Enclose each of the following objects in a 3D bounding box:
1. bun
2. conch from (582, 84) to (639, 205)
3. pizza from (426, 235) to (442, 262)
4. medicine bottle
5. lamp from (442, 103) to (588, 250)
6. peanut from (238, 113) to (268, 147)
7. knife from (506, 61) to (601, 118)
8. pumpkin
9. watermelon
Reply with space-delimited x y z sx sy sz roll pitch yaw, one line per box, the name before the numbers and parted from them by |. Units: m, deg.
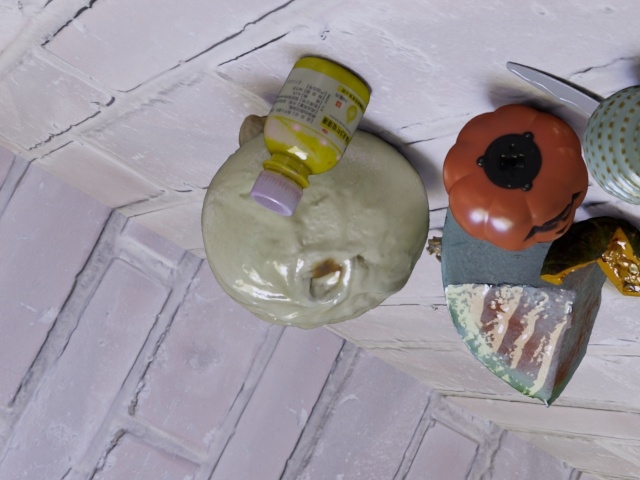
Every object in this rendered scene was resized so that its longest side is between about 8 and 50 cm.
bun | -0.002 0.001 2.283 0.364 0.364 0.202 35 -154 -35
conch | 0.374 -0.113 1.646 0.172 0.131 0.200 2 -160 -10
pizza | 0.320 0.061 2.530 0.297 0.071 0.189 18 165 33
medicine bottle | -0.024 -0.142 2.081 0.122 0.212 0.122 24 167 6
lamp | 0.250 -0.078 1.889 0.188 0.187 0.164 22 167 16
peanut | -0.039 -0.129 2.366 0.236 0.120 0.110 29 -153 -37
knife | 0.334 -0.155 1.789 0.244 0.032 0.058 32 167 -7
pumpkin | 0.414 0.021 2.123 0.183 0.107 0.119 12 166 -11
watermelon | 0.339 0.065 2.274 0.258 0.228 0.387 -25 111 32
